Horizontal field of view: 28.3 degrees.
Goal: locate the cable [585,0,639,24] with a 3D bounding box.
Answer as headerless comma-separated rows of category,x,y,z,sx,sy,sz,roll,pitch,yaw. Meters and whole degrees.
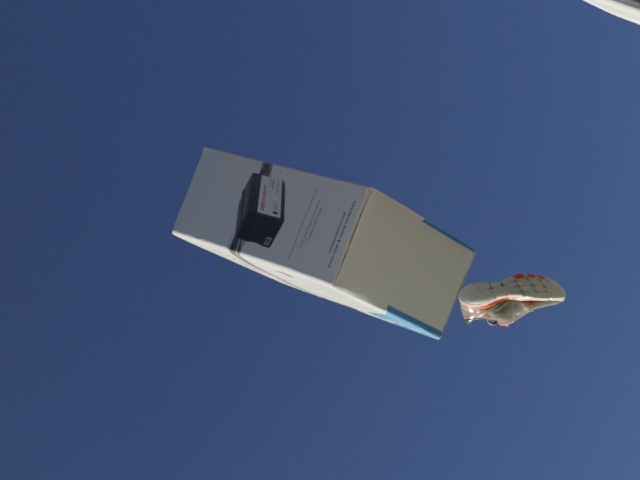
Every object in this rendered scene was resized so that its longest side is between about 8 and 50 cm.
cable,0.259,-0.212,0.948,0.257,0.257,0.089,-2,-62,-46

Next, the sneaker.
sneaker,0.281,0.092,1.868,0.061,0.157,0.065,-92,-1,-57

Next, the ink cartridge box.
ink cartridge box,0.000,0.000,1.596,0.223,0.307,0.129,26,-96,-45
